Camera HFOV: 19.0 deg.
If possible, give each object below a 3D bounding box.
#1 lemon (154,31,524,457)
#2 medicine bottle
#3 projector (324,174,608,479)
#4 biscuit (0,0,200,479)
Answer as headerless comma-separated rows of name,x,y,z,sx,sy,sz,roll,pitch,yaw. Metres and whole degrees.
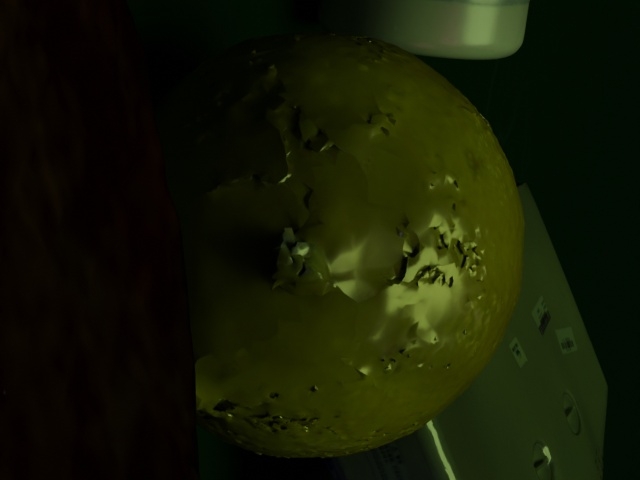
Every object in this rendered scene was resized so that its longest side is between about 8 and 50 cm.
lemon,0.000,0.000,0.777,0.206,0.173,0.173,-27,126,-62
medicine bottle,0.059,-0.185,0.908,0.103,0.102,0.187,-22,123,-64
projector,0.078,0.088,1.030,0.193,0.088,0.269,67,25,-10
biscuit,-0.129,0.038,0.326,0.407,0.091,0.407,-3,90,-72
